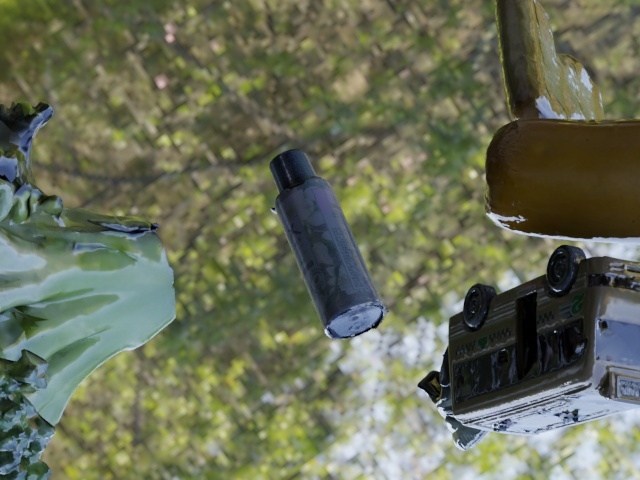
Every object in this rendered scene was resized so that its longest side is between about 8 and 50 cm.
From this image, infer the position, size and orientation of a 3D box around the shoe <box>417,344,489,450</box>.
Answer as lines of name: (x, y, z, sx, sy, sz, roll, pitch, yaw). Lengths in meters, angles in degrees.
shoe: (0.188, 0.161, 1.815, 0.099, 0.112, 0.227, -39, 163, -36)

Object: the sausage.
sausage: (0.346, -0.057, 1.537, 0.354, 0.134, 0.116, 2, -167, 15)

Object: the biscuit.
biscuit: (0.296, -0.174, 1.904, 0.062, 0.237, 0.290, -29, -144, 22)

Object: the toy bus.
toy bus: (0.250, 0.111, 1.547, 0.139, 0.157, 0.289, 11, 160, -24)

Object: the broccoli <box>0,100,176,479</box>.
broccoli: (-0.273, 0.055, 1.143, 0.324, 0.334, 0.272, -4, -172, 44)

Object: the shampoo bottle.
shampoo bottle: (0.000, 0.000, 1.559, 0.072, 0.214, 0.072, -16, 148, -11)
